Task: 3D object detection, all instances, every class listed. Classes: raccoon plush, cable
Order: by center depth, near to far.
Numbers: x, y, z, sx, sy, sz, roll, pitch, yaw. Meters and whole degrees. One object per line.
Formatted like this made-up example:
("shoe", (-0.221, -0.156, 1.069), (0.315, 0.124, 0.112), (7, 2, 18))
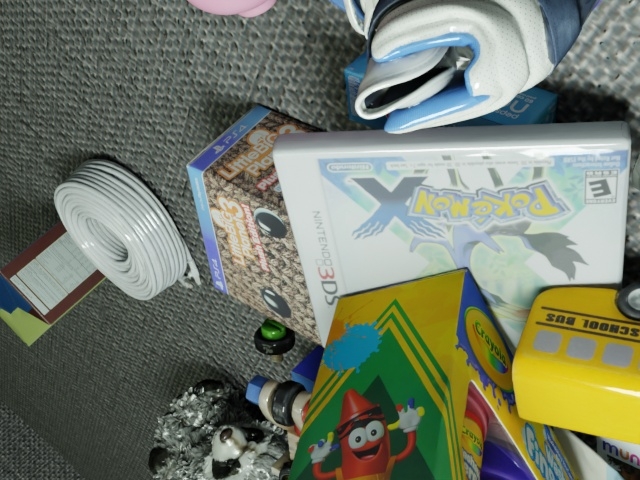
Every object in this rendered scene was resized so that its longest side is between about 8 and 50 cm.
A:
("cable", (-0.341, -0.016, 1.644), (0.257, 0.089, 0.257), (17, 139, 37))
("raccoon plush", (-0.109, 0.428, 1.824), (0.299, 0.216, 0.446), (25, 173, 34))

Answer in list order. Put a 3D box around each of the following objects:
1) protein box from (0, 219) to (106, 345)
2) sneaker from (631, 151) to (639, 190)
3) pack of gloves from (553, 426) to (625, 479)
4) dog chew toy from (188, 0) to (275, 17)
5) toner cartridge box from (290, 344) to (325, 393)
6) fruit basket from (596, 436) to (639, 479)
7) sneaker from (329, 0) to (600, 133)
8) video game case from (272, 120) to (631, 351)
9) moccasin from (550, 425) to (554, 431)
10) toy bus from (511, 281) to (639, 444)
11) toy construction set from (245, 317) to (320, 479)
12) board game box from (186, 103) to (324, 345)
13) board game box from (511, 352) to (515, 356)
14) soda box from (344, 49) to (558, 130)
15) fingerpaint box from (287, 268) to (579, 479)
("protein box", (-0.501, 0.067, 1.818), (0.136, 0.201, 0.200), (48, 148, -6))
("sneaker", (0.329, -0.089, 0.823), (0.089, 0.051, 0.170), (32, 144, 25))
("pack of gloves", (0.345, 0.248, 1.111), (0.232, 0.046, 0.195), (27, 126, 49))
("dog chew toy", (-0.131, -0.359, 0.913), (0.206, 0.207, 0.332), (10, 143, 43))
("toner cartridge box", (0.059, 0.347, 1.580), (0.165, 0.075, 0.348), (19, 133, 36))
("fruit basket", (0.457, 0.400, 1.138), (0.327, 0.165, 0.353), (21, 133, 45))
("sneaker", (0.065, -0.194, 0.827), (0.322, 0.236, 0.130), (15, 138, 39))
("video game case", (0.138, 0.010, 0.984), (0.328, 0.036, 0.300), (-1, 135, 13))
("moccasin", (0.301, 0.379, 1.337), (0.137, 0.117, 0.342), (-5, 124, 51))
("toy bus", (0.362, 0.130, 0.914), (0.332, 0.130, 0.108), (9, 138, 26))
("toy construction set", (0.054, 0.246, 1.340), (0.308, 0.257, 0.237), (1, 117, 10))
("board game box", (0.000, 0.000, 1.220), (0.291, 0.141, 0.232), (26, 144, 28))
("board game box", (0.216, 0.051, 1.125), (0.165, 0.042, 0.243), (28, 145, 24))
("soda box", (0.129, -0.136, 0.980), (0.210, 0.071, 0.067), (25, 143, 29))
("fingerpaint box", (0.148, 0.319, 0.980), (0.163, 0.371, 0.445), (-15, 124, 26))
